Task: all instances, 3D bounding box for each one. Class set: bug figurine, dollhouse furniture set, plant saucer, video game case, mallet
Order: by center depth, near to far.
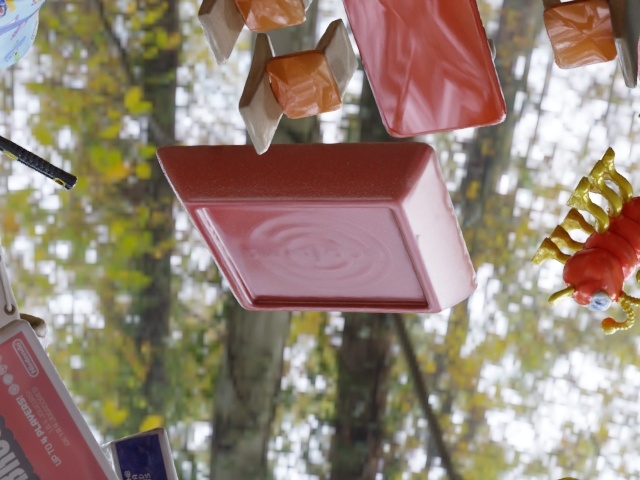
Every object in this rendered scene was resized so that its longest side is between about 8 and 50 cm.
[{"bbox_3d":[0.214,-0.075,0.881,0.072,0.279,0.216,35,-120,10],"label":"bug figurine"},{"bbox_3d":[0.047,-0.170,0.986,0.262,0.259,0.135,-9,-141,18],"label":"dollhouse furniture set"},{"bbox_3d":[-0.312,0.223,1.318,0.285,0.204,0.025,-34,-166,-25],"label":"video game case"},{"bbox_3d":[-0.303,-0.100,1.492,0.190,0.062,0.039,26,-126,-24],"label":"mallet"},{"bbox_3d":[0.000,0.000,1.506,0.258,0.259,0.048,0,-120,16],"label":"plant saucer"}]

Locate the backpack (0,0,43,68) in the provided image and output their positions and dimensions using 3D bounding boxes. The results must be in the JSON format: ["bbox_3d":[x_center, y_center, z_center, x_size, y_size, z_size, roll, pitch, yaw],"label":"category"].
[{"bbox_3d":[-0.195,-0.161,0.800,0.173,0.117,0.158,-13,-107,-55],"label":"backpack"}]

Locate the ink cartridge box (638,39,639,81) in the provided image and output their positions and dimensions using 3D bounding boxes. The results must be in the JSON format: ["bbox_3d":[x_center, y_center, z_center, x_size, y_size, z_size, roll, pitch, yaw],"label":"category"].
[{"bbox_3d":[0.294,-0.111,1.162,0.091,0.308,0.385,-23,180,-15],"label":"ink cartridge box"}]

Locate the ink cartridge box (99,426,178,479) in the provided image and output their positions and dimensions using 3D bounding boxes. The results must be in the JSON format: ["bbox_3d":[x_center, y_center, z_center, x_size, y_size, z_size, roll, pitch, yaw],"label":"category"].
[{"bbox_3d":[-0.189,0.371,1.680,0.071,0.330,0.324,-12,-98,-21],"label":"ink cartridge box"}]

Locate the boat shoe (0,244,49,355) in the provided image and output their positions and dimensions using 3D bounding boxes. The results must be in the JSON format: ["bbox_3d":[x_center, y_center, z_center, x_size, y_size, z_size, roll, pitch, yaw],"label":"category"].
[{"bbox_3d":[-0.312,0.109,1.609,0.096,0.277,0.098,-29,-147,-27],"label":"boat shoe"}]

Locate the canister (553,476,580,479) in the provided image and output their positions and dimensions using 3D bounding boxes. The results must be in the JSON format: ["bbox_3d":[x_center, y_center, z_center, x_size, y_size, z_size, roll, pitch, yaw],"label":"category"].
[{"bbox_3d":[0.230,0.338,1.804,0.126,0.170,0.073,-16,-115,-19],"label":"canister"}]
